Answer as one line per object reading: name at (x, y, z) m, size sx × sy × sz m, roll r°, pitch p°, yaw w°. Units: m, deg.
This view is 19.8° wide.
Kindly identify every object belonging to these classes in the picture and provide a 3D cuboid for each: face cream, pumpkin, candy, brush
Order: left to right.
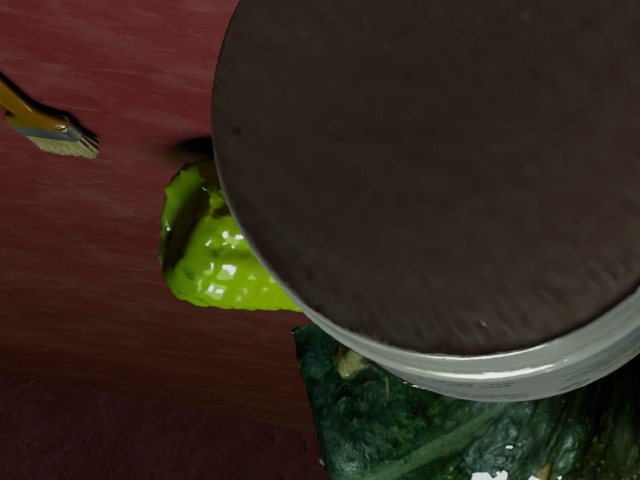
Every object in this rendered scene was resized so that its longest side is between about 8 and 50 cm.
brush at (-0.173, -0.077, 1.071) m, size 0.043 × 0.014 × 0.170 m, roll 7°, pitch 168°, yaw 14°
candy at (0.000, 0.000, 1.152) m, size 0.209 × 0.097 × 0.096 m, roll 5°, pitch 172°, yaw -29°
face cream at (0.061, -0.032, 0.679) m, size 0.177 × 0.177 × 0.153 m, roll 6°, pitch 170°, yaw 11°
pumpkin at (0.140, 0.119, 1.189) m, size 0.293 × 0.197 × 0.263 m, roll -10°, pitch 173°, yaw -27°
